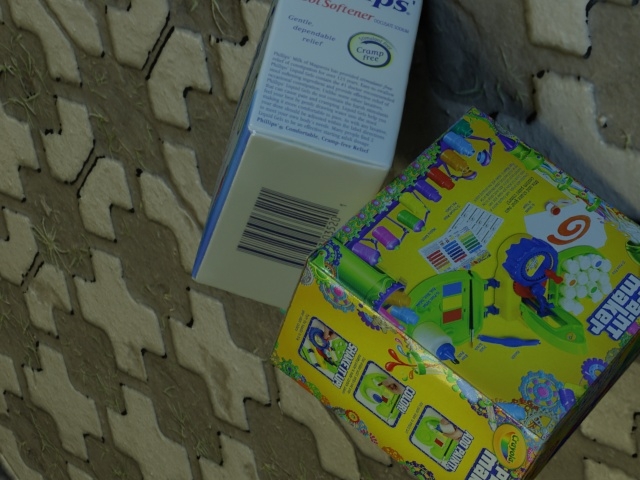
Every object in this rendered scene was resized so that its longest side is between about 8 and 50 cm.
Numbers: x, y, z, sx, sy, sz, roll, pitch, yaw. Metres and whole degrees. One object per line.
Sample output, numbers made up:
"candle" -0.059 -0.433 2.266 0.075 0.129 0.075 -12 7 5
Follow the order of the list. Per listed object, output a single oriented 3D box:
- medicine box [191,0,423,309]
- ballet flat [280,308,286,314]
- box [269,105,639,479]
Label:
"medicine box" -0.012 -0.117 1.972 0.149 0.289 0.263 16 140 -6
"ballet flat" 0.000 0.000 2.261 0.087 0.083 0.247 19 133 14
"box" 0.157 0.071 1.852 0.279 0.290 0.177 38 141 14
